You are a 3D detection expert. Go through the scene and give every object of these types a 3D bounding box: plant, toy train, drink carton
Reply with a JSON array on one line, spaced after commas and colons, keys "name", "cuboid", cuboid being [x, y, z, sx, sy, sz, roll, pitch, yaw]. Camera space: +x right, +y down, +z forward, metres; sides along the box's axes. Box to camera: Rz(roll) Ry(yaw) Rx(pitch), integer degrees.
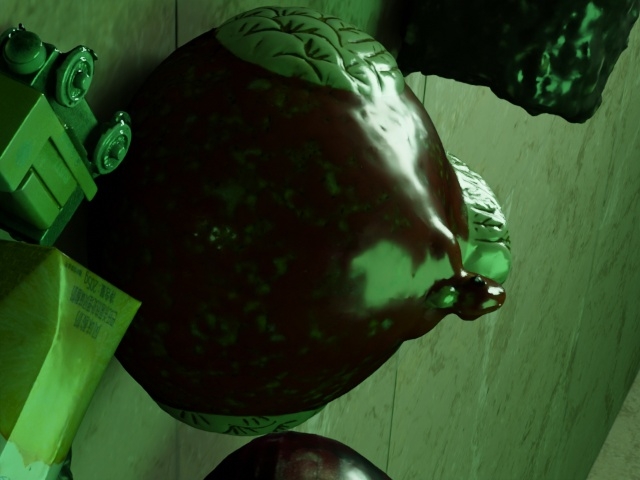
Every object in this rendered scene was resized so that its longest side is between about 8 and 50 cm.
[{"name": "plant", "cuboid": [0.163, -0.209, 1.354, 0.234, 0.178, 0.204, -68, 162, 5]}, {"name": "toy train", "cuboid": [-0.132, -0.048, 0.841, 0.081, 0.050, 0.122, -61, 160, -19]}, {"name": "drink carton", "cuboid": [-0.161, 0.102, 0.843, 0.084, 0.074, 0.200, 39, 68, -45]}]

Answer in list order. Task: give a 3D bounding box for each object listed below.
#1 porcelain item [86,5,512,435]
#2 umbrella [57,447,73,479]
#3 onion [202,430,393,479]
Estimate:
[{"name": "porcelain item", "cuboid": [0.000, 0.000, 0.986, 0.253, 0.253, 0.253, 18, 90, -72]}, {"name": "umbrella", "cuboid": [-0.154, 0.132, 0.961, 0.050, 0.046, 0.188, -53, 149, -55]}, {"name": "onion", "cuboid": [-0.006, 0.250, 1.236, 0.281, 0.221, 0.281, 3, 90, -84]}]
